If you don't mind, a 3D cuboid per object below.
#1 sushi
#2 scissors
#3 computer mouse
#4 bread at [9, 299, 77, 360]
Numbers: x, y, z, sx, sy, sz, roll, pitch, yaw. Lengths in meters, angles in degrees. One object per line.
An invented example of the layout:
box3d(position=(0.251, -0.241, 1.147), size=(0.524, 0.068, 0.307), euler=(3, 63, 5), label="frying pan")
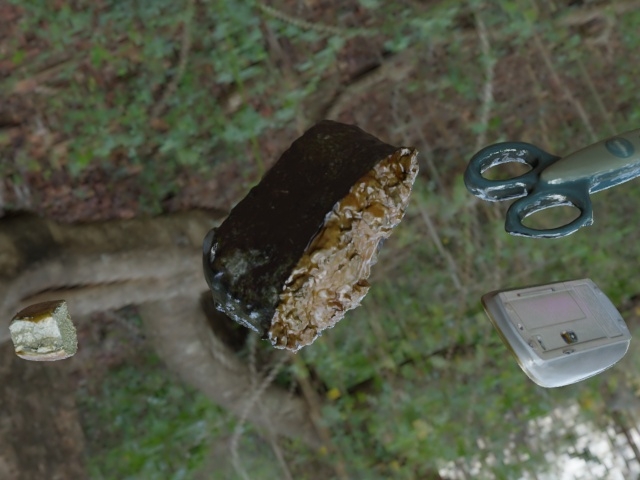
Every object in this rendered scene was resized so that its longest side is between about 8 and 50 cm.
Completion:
box3d(position=(0.000, 0.000, 1.796), size=(0.348, 0.207, 0.234), euler=(-53, 148, -13), label="sushi")
box3d(position=(0.286, -0.078, 1.255), size=(0.289, 0.138, 0.041), euler=(-19, 136, -21), label="scissors")
box3d(position=(0.217, 0.081, 1.167), size=(0.199, 0.102, 0.045), euler=(-6, 148, -51), label="computer mouse")
box3d(position=(-0.375, 0.125, 1.712), size=(0.070, 0.077, 0.083), euler=(-12, -170, 6), label="bread")
